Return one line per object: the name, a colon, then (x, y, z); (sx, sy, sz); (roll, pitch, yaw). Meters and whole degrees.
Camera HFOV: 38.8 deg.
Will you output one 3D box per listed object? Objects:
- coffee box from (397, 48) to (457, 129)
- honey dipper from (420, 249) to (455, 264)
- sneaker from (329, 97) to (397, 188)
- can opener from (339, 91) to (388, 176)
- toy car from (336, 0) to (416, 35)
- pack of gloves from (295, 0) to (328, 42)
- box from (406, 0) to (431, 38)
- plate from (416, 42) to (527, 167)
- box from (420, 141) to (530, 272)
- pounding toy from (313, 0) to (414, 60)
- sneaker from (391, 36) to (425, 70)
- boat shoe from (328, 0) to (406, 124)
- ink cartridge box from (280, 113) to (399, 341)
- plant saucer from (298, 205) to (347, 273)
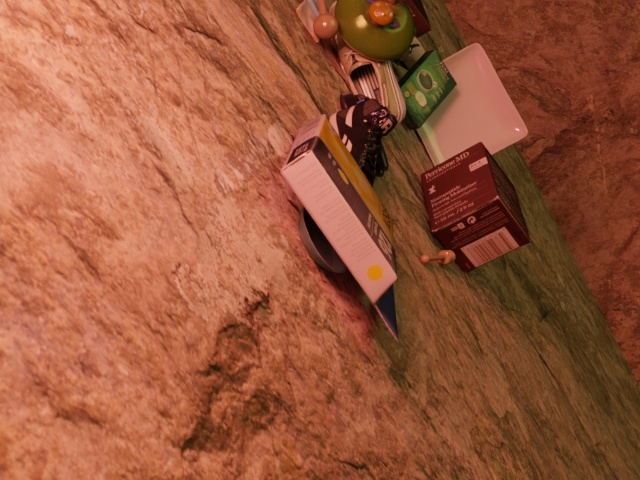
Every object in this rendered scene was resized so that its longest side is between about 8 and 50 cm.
coffee box: (0.250, -0.370, 2.232); (0.113, 0.040, 0.184); (50, 62, -22)
honey dipper: (0.239, 0.037, 1.861); (0.161, 0.030, 0.030); (-4, 68, -64)
sneaker: (0.088, -0.176, 1.643); (0.079, 0.121, 0.217); (37, 32, -46)
can opener: (0.093, -0.211, 1.812); (0.059, 0.073, 0.186); (123, -51, -69)
toy car: (0.099, -0.518, 2.084); (0.188, 0.149, 0.155); (24, 30, -47)
pack of gloves: (-0.033, -0.547, 1.936); (0.195, 0.046, 0.232); (52, 23, -21)
box: (0.127, -0.684, 2.352); (0.381, 0.143, 0.191); (37, 31, -45)
plate: (0.355, -0.328, 2.329); (0.277, 0.278, 0.045); (61, -15, 0)
box: (0.346, -0.074, 2.048); (0.167, 0.168, 0.203); (45, 26, -35)
pounding toy: (0.107, -0.484, 1.881); (0.237, 0.110, 0.183); (9, 66, -21)
sneaker: (0.194, -0.481, 2.313); (0.235, 0.094, 0.153); (44, 28, -38)
boat shoe: (0.096, -0.382, 1.948); (0.302, 0.109, 0.094); (65, 25, 3)
ink cartridge box: (0.058, -0.033, 1.417); (0.307, 0.072, 0.303); (54, 12, -13)
plant saucer: (0.000, 0.000, 1.358); (0.119, 0.021, 0.119); (48, 25, -30)
